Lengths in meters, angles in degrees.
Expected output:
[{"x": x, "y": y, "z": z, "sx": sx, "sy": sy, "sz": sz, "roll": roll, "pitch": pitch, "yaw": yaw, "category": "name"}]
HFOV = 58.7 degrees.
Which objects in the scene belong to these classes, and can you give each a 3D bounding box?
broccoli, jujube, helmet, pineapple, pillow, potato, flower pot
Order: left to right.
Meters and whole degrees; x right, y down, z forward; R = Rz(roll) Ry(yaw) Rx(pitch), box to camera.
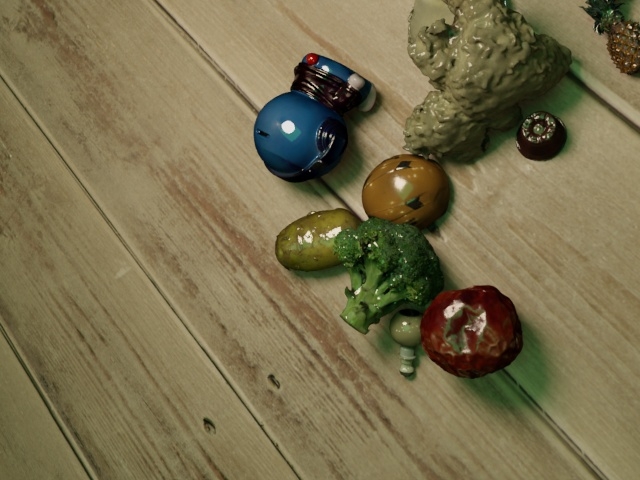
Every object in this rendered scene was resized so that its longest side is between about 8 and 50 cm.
[{"x": 0.000, "y": 0.000, "z": 1.434, "sx": 0.251, "sy": 0.113, "sz": 0.149, "roll": -19, "pitch": 72, "yaw": 12, "category": "potato"}, {"x": 0.137, "y": 0.079, "z": 1.290, "sx": 0.270, "sy": 0.270, "sz": 0.270, "roll": 33, "pitch": 88, "yaw": 21, "category": "broccoli"}, {"x": 0.188, "y": -0.115, "z": 1.351, "sx": 0.224, "sy": 0.130, "sz": 0.198, "roll": -17, "pitch": 77, "yaw": 22, "category": "helmet"}, {"x": 0.280, "y": -0.494, "z": 1.314, "sx": 0.077, "sy": 0.134, "sz": 0.181, "roll": -28, "pitch": 50, "yaw": -21, "category": "pillow"}, {"x": 0.320, "y": 0.195, "z": 1.218, "sx": 0.213, "sy": 0.232, "sz": 0.213, "roll": -2, "pitch": 84, "yaw": 21, "category": "jujube"}, {"x": 0.485, "y": -0.237, "z": 1.254, "sx": 0.111, "sy": 0.089, "sz": 0.111, "roll": -2, "pitch": 85, "yaw": 23, "category": "flower pot"}, {"x": 0.643, "y": -0.445, "z": 1.203, "sx": 0.103, "sy": 0.083, "sz": 0.221, "roll": -31, "pitch": 75, "yaw": 34, "category": "pineapple"}]

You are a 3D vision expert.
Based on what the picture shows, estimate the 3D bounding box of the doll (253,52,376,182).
[{"x": -0.029, "y": -0.291, "z": 1.405, "sx": 0.284, "sy": 0.240, "sz": 0.310, "roll": 32, "pitch": 99, "yaw": 45, "category": "doll"}]

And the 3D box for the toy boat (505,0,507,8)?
[{"x": 0.384, "y": -0.515, "z": 1.310, "sx": 0.088, "sy": 0.102, "sz": 0.215, "roll": -2, "pitch": 85, "yaw": 20, "category": "toy boat"}]

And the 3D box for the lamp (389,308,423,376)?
[{"x": 0.208, "y": 0.247, "z": 1.350, "sx": 0.091, "sy": 0.091, "sz": 0.163, "roll": 5, "pitch": 105, "yaw": 23, "category": "lamp"}]

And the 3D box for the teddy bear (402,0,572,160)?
[{"x": 0.317, "y": -0.337, "z": 1.235, "sx": 0.367, "sy": 0.357, "sz": 0.224, "roll": -42, "pitch": 35, "yaw": 36, "category": "teddy bear"}]
